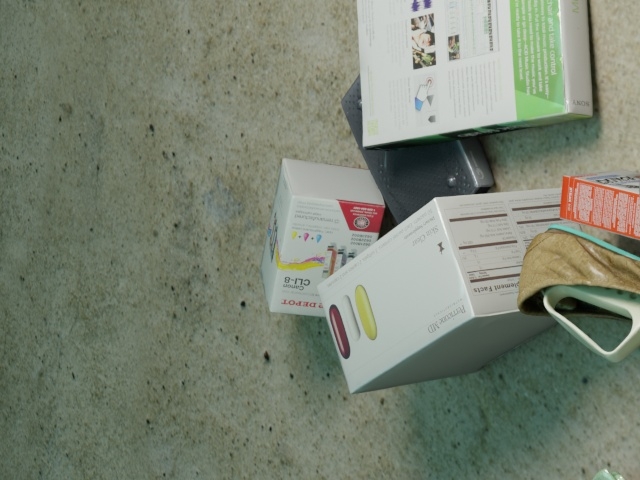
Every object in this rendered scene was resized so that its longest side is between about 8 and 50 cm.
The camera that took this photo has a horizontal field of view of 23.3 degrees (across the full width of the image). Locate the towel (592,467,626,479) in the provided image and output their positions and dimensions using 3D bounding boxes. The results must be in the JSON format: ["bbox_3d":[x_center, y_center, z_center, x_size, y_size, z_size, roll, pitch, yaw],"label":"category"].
[{"bbox_3d":[0.344,0.445,1.710,0.325,0.038,0.248,60,140,30],"label":"towel"}]

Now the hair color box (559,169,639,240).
[{"bbox_3d":[0.344,-0.035,1.638,0.167,0.093,0.053,21,112,52],"label":"hair color box"}]

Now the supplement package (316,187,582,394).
[{"bbox_3d":[0.159,0.061,1.821,0.262,0.204,0.145,-39,64,50],"label":"supplement package"}]

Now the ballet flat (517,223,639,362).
[{"bbox_3d":[0.341,0.074,1.587,0.342,0.116,0.124,16,68,39],"label":"ballet flat"}]

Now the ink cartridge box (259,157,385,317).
[{"bbox_3d":[0.000,0.000,2.075,0.127,0.128,0.176,-107,26,-62],"label":"ink cartridge box"}]

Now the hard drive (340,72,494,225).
[{"bbox_3d":[0.124,-0.127,1.974,0.172,0.054,0.254,-54,53,44],"label":"hard drive"}]

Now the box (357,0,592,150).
[{"bbox_3d":[0.174,-0.239,1.832,0.322,0.058,0.232,-6,85,48],"label":"box"}]
